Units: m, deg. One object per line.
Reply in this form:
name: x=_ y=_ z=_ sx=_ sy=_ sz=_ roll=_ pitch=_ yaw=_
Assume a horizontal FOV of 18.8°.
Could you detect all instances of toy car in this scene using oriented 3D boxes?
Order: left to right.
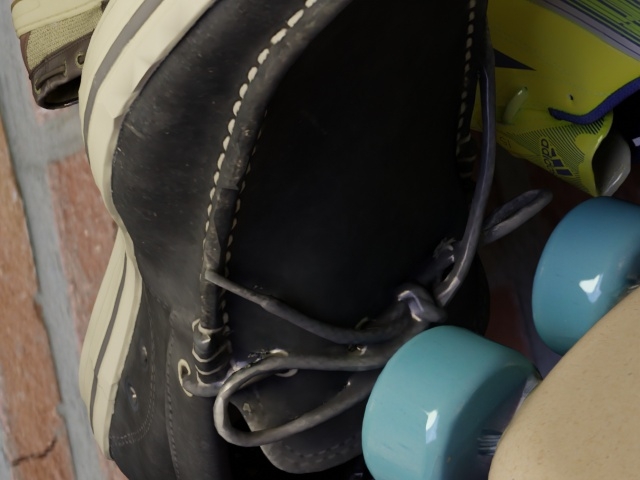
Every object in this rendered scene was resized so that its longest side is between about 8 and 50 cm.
toy car: x=0.164 y=0.138 z=0.772 sx=0.219 sy=0.210 sz=0.238 roll=21 pitch=135 yaw=38

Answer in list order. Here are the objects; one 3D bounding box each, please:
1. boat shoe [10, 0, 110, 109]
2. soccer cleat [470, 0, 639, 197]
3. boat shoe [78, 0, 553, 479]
boat shoe: x=-0.090 y=-0.111 z=1.044 sx=0.223 sy=0.080 sz=0.073 roll=-3 pitch=95 yaw=49
soccer cleat: x=0.090 y=-0.077 z=0.857 sx=0.289 sy=0.093 sz=0.121 roll=-2 pitch=89 yaw=43
boat shoe: x=0.000 y=0.000 z=0.811 sx=0.156 sy=0.187 sz=0.500 roll=48 pitch=152 yaw=18
